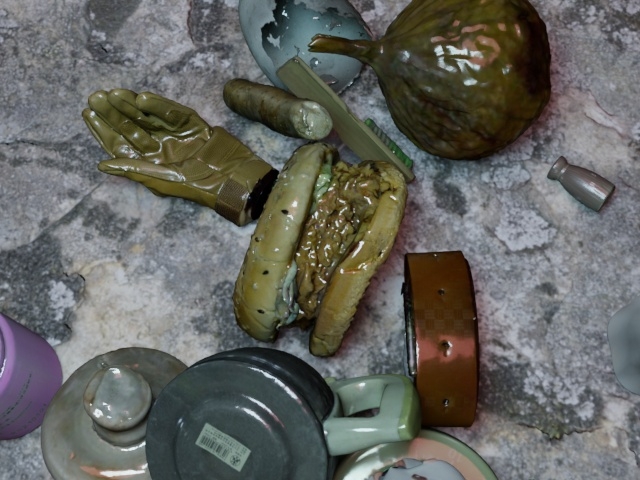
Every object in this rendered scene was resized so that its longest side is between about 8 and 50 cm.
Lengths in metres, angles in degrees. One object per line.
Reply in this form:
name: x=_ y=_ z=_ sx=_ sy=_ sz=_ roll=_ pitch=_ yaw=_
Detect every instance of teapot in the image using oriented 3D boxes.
teapot: x=-0.047 y=0.220 z=1.112 sx=0.321 sy=0.239 sz=0.239 roll=-40 pitch=87 yaw=18

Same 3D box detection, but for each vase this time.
vase: x=0.419 y=-0.094 z=1.371 sx=0.100 sy=0.053 sz=0.053 roll=36 pitch=76 yaw=17

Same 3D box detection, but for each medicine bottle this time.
medicine bottle: x=-0.496 y=0.180 z=1.197 sx=0.178 sy=0.291 sz=0.178 roll=-1 pitch=72 yaw=3

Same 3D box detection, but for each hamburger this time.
hamburger: x=0.000 y=0.000 z=1.252 sx=0.195 sy=0.277 sz=0.318 roll=20 pitch=68 yaw=0

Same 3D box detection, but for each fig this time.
fig: x=0.151 y=-0.261 z=1.300 sx=0.368 sy=0.286 sz=0.286 roll=-2 pitch=70 yaw=-19

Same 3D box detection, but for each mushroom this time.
mushroom: x=-0.274 y=0.245 z=1.190 sx=0.243 sy=0.243 sz=0.243 roll=-1 pitch=71 yaw=3

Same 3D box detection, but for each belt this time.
belt: x=0.172 y=0.142 z=1.233 sx=0.105 sy=0.184 sz=0.261 roll=-2 pitch=56 yaw=0

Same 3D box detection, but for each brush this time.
brush: x=0.047 y=-0.189 z=1.346 sx=0.282 sy=0.054 sz=0.048 roll=41 pitch=46 yaw=-24

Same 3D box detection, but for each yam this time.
yam: x=-0.075 y=-0.208 z=1.334 sx=0.071 sy=0.317 sz=0.067 roll=1 pitch=105 yaw=-28

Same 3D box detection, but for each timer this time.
timer: x=0.121 y=0.365 z=1.090 sx=0.290 sy=0.315 sz=0.291 roll=-1 pitch=70 yaw=3

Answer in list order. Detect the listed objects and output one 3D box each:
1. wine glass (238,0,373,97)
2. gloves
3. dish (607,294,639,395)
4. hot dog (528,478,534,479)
wine glass: x=-0.068 y=-0.394 z=1.434 sx=0.190 sy=0.190 sz=0.357 roll=-34 pitch=68 yaw=-8
gloves: x=-0.231 y=-0.139 z=1.376 sx=0.331 sy=0.141 sz=0.154 roll=27 pitch=100 yaw=1
dish: x=0.531 y=0.155 z=1.272 sx=0.190 sy=0.066 sz=0.191 roll=-1 pitch=71 yaw=2
hot dog: x=0.300 y=0.387 z=1.228 sx=0.037 sy=0.021 sz=0.083 roll=14 pitch=73 yaw=18
